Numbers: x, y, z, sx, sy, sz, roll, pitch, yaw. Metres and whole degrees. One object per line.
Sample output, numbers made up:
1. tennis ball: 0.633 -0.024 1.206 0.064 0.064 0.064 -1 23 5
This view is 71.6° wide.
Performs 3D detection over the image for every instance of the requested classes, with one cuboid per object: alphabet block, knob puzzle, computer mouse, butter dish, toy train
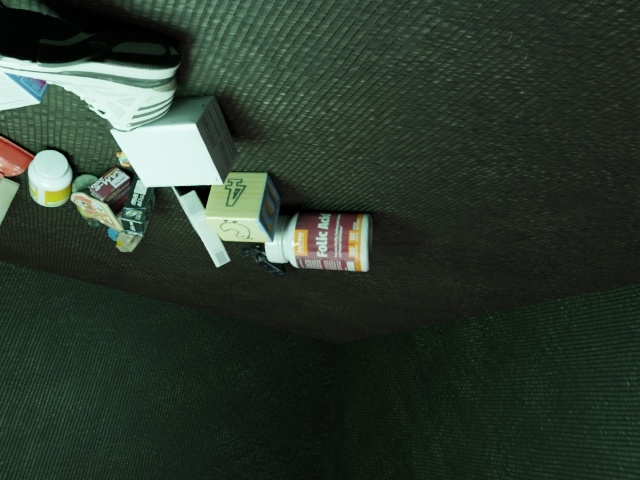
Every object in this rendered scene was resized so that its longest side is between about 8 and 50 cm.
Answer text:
1. alphabet block: -0.268 -0.117 1.573 0.197 0.194 0.192 2 154 12
2. knob puzzle: -0.845 -0.111 1.642 0.213 0.030 0.213 21 153 12
3. computer mouse: -0.251 0.091 2.202 0.262 0.060 0.184 33 152 -23
4. butter dish: -1.114 -0.275 1.562 0.159 0.118 0.160 -4 154 27
5. toy train: -0.625 -0.257 1.545 0.166 0.046 0.125 10 156 -7

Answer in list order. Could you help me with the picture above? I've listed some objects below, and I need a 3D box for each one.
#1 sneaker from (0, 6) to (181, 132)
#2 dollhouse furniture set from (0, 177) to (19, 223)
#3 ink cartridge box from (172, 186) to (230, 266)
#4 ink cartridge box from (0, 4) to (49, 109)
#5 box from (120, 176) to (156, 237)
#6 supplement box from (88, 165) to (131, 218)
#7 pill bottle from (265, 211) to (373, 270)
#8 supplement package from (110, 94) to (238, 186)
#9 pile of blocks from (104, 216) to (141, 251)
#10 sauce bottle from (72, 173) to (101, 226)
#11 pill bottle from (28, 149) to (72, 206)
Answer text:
1. sneaker: -0.564 -0.356 1.029 0.447 0.169 0.257 0 149 -22
2. dollhouse furniture set: -1.364 -0.177 1.588 0.362 0.257 0.394 14 169 24
3. ink cartridge box: -0.459 -0.077 1.689 0.066 0.261 0.296 -29 146 -14
4. ink cartridge box: -0.857 -0.477 0.993 0.269 0.151 0.395 -2 156 19
5. box: -0.692 -0.124 1.696 0.077 0.180 0.147 12 156 -12
6. supplement box: -0.785 -0.166 1.676 0.073 0.130 0.239 40 151 -2
7. pill bottle: 0.000 0.000 1.716 0.392 0.224 0.224 2 156 11
8. supplement package: -0.402 -0.275 1.255 0.261 0.145 0.204 0 138 15
9. pile of blocks: -0.865 -0.072 1.974 0.149 0.113 0.362 32 146 -11
10. sauce bottle: -0.930 -0.149 1.802 0.111 0.111 0.344 16 156 -18
11. pill bottle: -0.976 -0.226 1.606 0.136 0.136 0.245 19 153 -25
